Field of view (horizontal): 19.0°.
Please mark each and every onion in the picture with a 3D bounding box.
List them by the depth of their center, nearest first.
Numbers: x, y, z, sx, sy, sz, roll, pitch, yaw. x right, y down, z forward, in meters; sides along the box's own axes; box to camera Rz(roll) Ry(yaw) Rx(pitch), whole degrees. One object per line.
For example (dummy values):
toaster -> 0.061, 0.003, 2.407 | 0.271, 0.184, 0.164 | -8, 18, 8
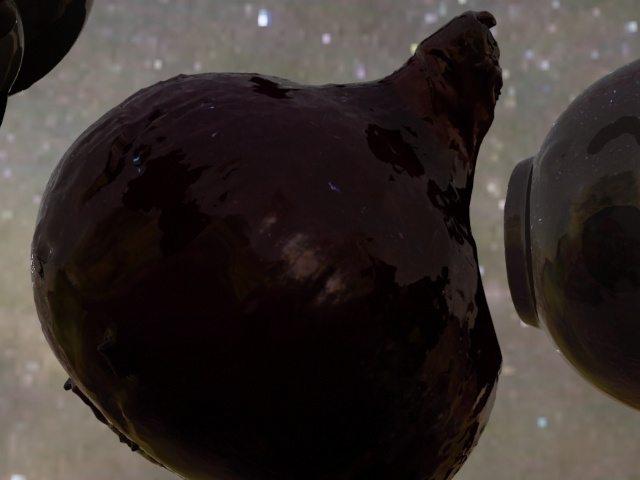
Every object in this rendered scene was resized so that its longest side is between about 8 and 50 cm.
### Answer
onion -> 0.000, 0.000, 1.305 | 0.385, 0.348, 0.348 | -49, -41, 3

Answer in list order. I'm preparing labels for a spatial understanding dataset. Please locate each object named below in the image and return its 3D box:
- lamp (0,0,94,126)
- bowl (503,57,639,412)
lamp -> -0.220, -0.153, 1.094 | 0.197, 0.244, 0.198 | -2, -56, -3
bowl -> 0.246, -0.001, 1.607 | 0.157, 0.345, 0.345 | -3, -27, 19
